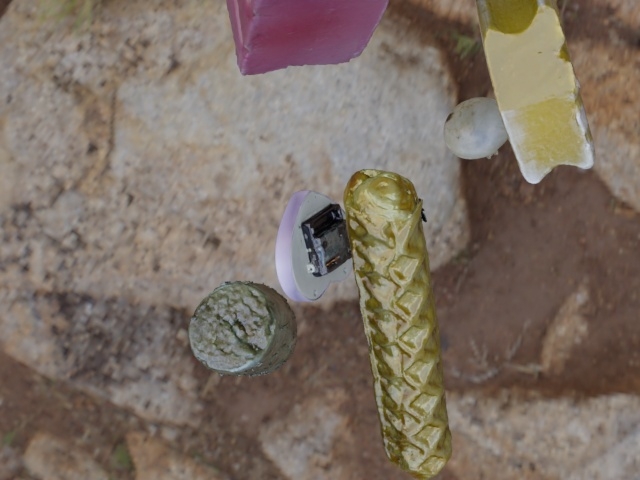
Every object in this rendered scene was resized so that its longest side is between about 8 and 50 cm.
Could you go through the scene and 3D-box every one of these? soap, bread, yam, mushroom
[{"bbox_3d":[-0.044,-0.346,1.176,0.128,0.360,0.233,-11,171,-10],"label":"soap"},{"bbox_3d":[0.185,-0.175,1.229,0.073,0.232,0.140,-17,127,14],"label":"soap"},{"bbox_3d":[0.078,0.089,1.347,0.084,0.077,0.367,22,137,39],"label":"bread"},{"bbox_3d":[-0.078,0.091,1.410,0.107,0.183,0.107,0,86,5],"label":"yam"},{"bbox_3d":[0.191,-0.126,1.658,0.085,0.085,0.079,-1,144,20],"label":"mushroom"}]

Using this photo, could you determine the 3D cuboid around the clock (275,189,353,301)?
[{"bbox_3d":[0.000,0.000,2.238,0.064,0.198,0.172,-2,109,32],"label":"clock"}]
